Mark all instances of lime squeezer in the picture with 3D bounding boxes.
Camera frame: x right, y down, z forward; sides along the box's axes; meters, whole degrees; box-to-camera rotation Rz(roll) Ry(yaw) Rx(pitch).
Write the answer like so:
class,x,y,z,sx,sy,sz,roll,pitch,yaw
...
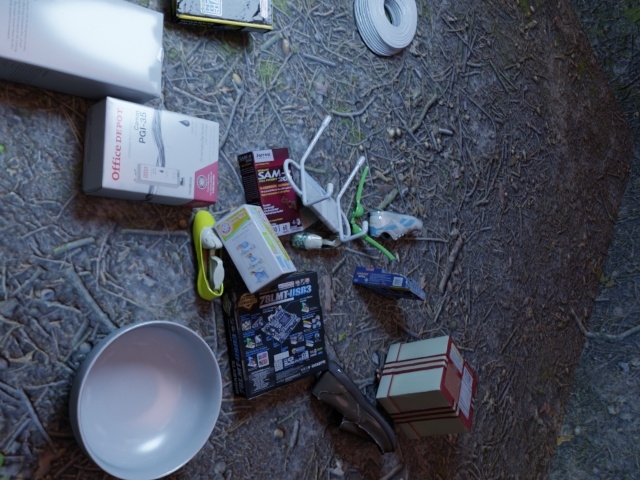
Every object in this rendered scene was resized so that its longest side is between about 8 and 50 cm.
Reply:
class,x,y,z,sx,sy,sz,roll,pitch,yaw
lime squeezer,0.143,-0.073,1.790,0.059,0.109,0.311,-32,106,-76

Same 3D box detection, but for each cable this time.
class,x,y,z,sx,sy,sz,roll,pitch,yaw
cable,0.227,-0.766,1.911,0.257,0.089,0.257,-21,101,-40

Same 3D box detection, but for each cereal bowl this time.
class,x,y,z,sx,sy,sz,roll,pitch,yaw
cereal bowl,-0.397,0.345,1.257,0.338,0.141,0.339,2,86,-41

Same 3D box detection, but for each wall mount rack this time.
class,x,y,z,sx,sy,sz,roll,pitch,yaw
wall mount rack,0.038,-0.171,1.635,0.350,0.130,0.304,43,33,-44

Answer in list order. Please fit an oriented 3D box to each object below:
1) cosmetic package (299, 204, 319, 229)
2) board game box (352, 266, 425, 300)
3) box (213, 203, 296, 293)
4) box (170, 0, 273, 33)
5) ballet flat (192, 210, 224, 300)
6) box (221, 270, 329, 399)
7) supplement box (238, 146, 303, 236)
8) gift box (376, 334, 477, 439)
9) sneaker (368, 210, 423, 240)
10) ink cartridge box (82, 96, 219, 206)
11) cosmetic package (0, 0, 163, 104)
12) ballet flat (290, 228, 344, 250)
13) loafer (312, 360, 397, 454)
class,x,y,z,sx,sy,sz,roll,pitch,yaw
cosmetic package,-0.040,-0.077,1.664,0.115,0.041,0.060,-34,107,-38
board game box,0.237,0.147,1.824,0.194,0.194,0.060,32,67,-51
box,-0.166,0.019,1.436,0.203,0.103,0.114,60,13,7
box,-0.251,-0.710,1.430,0.257,0.079,0.322,-3,98,-25
ballet flat,-0.275,0.037,1.425,0.077,0.077,0.231,-1,88,-40
box,-0.119,0.250,1.554,0.295,0.073,0.294,-11,93,-41
supplement box,-0.137,-0.130,1.562,0.130,0.073,0.240,-15,96,-41
gift box,0.345,0.473,1.836,0.255,0.258,0.276,57,35,-21
sneaker,0.252,-0.046,1.899,0.228,0.087,0.092,6,90,-34
ink cartridge box,-0.389,-0.195,1.313,0.282,0.117,0.208,5,84,-41
cosmetic package,-0.530,-0.419,1.179,0.365,0.155,0.197,7,83,-42
ballet flat,0.000,0.000,1.675,0.188,0.070,0.070,-7,92,-40
loafer,0.097,0.526,1.710,0.130,0.134,0.366,-40,105,-7
